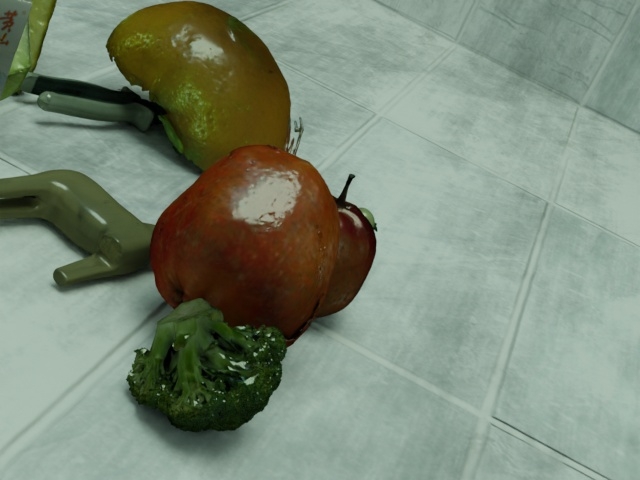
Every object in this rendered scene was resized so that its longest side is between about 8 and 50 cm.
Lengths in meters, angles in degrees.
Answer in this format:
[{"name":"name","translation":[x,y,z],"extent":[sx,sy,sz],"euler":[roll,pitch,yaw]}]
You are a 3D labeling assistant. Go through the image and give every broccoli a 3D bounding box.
[{"name":"broccoli","translation":[-0.117,0.131,1.174],"extent":[0.162,0.138,0.146],"euler":[-11,24,19]}]

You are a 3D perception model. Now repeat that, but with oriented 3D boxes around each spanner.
[{"name":"spanner","translation":[-0.316,-0.209,1.788],"extent":[0.324,0.040,0.095],"euler":[5,31,-48]}]

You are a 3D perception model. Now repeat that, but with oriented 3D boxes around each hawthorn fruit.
[{"name":"hawthorn fruit","translation":[0.000,0.000,1.479],"extent":[0.157,0.194,0.157],"euler":[28,13,-7]},{"name":"hawthorn fruit","translation":[-0.070,-0.018,1.331],"extent":[0.211,0.299,0.211],"euler":[22,-22,9]}]

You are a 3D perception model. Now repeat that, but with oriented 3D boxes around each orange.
[{"name":"orange","translation":[-0.176,-0.245,1.817],"extent":[0.335,0.196,0.262],"euler":[57,36,3]}]

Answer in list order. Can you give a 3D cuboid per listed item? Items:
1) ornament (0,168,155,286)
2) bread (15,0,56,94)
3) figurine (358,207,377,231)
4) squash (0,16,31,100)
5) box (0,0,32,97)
[{"name":"ornament","translation":[-0.256,-0.008,1.401],"extent":[0.230,0.061,0.245],"euler":[37,26,21]},{"name":"bread","translation":[-0.565,-0.361,1.853],"extent":[0.233,0.245,0.361],"euler":[16,-5,-18]},{"name":"figurine","translation":[-0.014,-0.026,1.644],"extent":[0.197,0.094,0.147],"euler":[19,13,-14]},{"name":"squash","translation":[-0.571,-0.308,1.512],"extent":[0.308,0.234,0.210],"euler":[4,-12,-42]},{"name":"box","translation":[-0.463,-0.218,1.414],"extent":[0.149,0.233,0.067],"euler":[7,29,-38]}]
